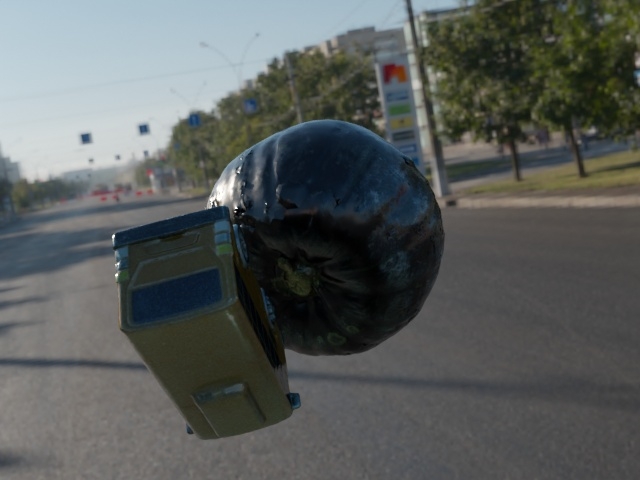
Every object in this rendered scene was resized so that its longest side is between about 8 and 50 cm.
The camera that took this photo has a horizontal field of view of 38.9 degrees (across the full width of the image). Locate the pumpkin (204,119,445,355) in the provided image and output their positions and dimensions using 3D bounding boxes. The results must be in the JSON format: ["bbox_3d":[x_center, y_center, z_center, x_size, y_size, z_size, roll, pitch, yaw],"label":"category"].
[{"bbox_3d":[0.000,0.000,0.860,0.233,0.233,0.163,-7,27,26],"label":"pumpkin"}]

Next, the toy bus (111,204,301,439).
[{"bbox_3d":[-0.078,0.070,0.660,0.091,0.103,0.182,-15,-38,3],"label":"toy bus"}]
